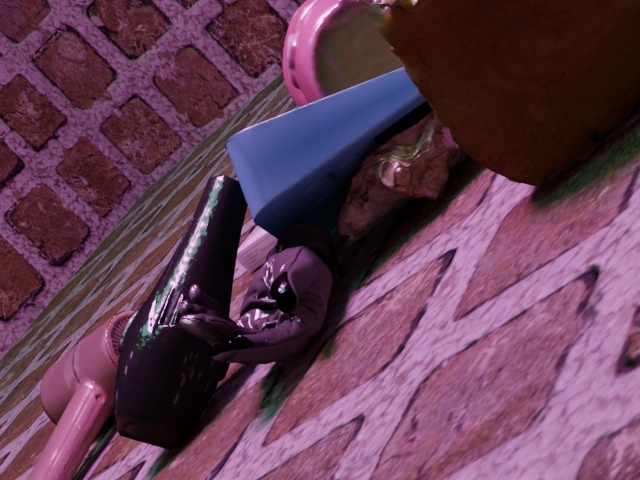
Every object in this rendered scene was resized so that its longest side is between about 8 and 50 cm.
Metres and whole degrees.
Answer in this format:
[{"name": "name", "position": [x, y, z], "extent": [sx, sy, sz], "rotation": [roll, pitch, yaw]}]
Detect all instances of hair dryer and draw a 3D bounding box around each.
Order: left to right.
[{"name": "hair dryer", "position": [-0.317, 0.249, 2.042], "extent": [0.189, 0.107, 0.344], "rotation": [-36, 19, 41]}, {"name": "hair dryer", "position": [-0.161, 0.100, 1.880], "extent": [0.359, 0.120, 0.303], "rotation": [122, 163, -73]}]

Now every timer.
[{"name": "timer", "position": [0.045, -0.093, 1.764], "extent": [0.250, 0.091, 0.232], "rotation": [-24, -15, 9]}]

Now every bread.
[{"name": "bread", "position": [0.210, -0.220, 1.420], "extent": [0.279, 0.250, 0.225], "rotation": [-34, 20, 22]}]

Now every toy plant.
[{"name": "toy plant", "position": [0.054, -0.266, 2.192], "extent": [0.211, 0.317, 0.356], "rotation": [-4, 8, 3]}]

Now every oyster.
[{"name": "oyster", "position": [0.098, -0.066, 1.722], "extent": [0.191, 0.081, 0.163], "rotation": [-39, -16, 20]}]

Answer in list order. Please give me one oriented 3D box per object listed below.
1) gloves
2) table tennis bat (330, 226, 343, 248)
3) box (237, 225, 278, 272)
[{"name": "gloves", "position": [-0.044, 0.057, 1.650], "extent": [0.142, 0.119, 0.285], "rotation": [-43, -5, 31]}, {"name": "table tennis bat", "position": [0.000, 0.000, 1.937], "extent": [0.257, 0.039, 0.160], "rotation": [-49, 11, 4]}, {"name": "box", "position": [-0.044, -0.022, 2.185], "extent": [0.154, 0.040, 0.084], "rotation": [-33, 13, 47]}]
